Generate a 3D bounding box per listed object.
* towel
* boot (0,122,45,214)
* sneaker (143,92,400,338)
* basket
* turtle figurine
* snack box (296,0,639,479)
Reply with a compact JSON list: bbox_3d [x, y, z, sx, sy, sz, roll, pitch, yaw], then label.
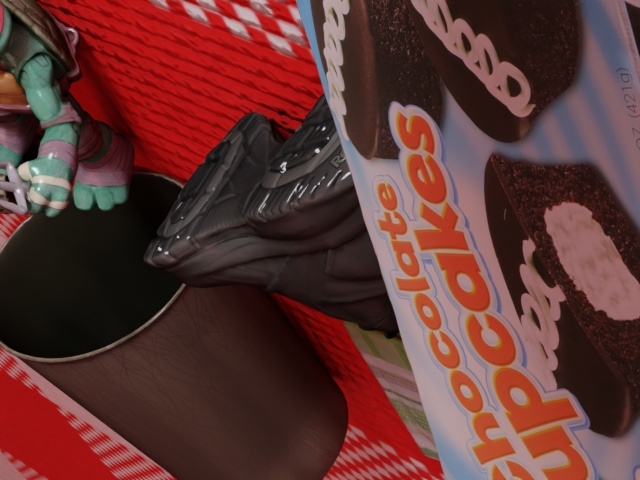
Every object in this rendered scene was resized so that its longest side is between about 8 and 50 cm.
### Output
[{"bbox_3d":[0.085,0.106,1.146,0.113,0.023,0.152,19,151,41],"label":"towel"},{"bbox_3d":[-0.267,-0.061,1.310,0.179,0.085,0.236,16,177,14],"label":"boot"},{"bbox_3d":[0.000,0.000,0.934,0.130,0.109,0.286,39,165,-18],"label":"sneaker"},{"bbox_3d":[-0.093,0.082,1.231,0.204,0.154,0.227,11,151,46],"label":"basket"},{"bbox_3d":[-0.194,-0.089,1.068,0.175,0.118,0.234,42,177,19],"label":"turtle figurine"},{"bbox_3d":[0.093,0.011,0.643,0.187,0.060,0.321,5,116,59],"label":"snack box"}]
